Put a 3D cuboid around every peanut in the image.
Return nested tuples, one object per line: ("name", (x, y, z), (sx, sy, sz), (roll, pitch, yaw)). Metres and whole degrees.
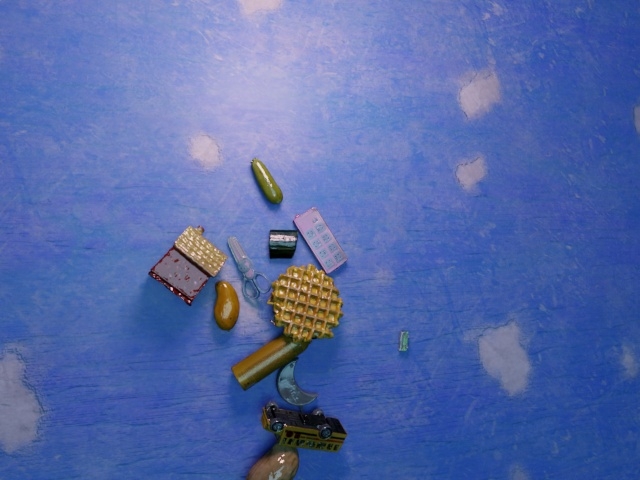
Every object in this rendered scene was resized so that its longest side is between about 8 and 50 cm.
("peanut", (-0.196, 0.941, 1.771), (0.192, 0.169, 0.388), (23, 83, -5))

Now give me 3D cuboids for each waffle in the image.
("waffle", (-0.057, 0.235, 1.826), (0.328, 0.062, 0.330), (5, 68, -13))

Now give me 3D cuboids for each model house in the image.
("model house", (-0.467, 0.082, 1.720), (0.196, 0.160, 0.254), (40, 79, -10))

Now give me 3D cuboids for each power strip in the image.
("power strip", (-0.097, 0.579, 1.869), (0.137, 0.044, 0.216), (-27, 96, -13))
("power strip", (0.000, 0.000, 1.906), (0.109, 0.037, 0.279), (-34, 98, -12))

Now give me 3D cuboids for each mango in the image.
("mango", (-0.354, 0.247, 1.792), (0.098, 0.075, 0.191), (-2, 83, -23))

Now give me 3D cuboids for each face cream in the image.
("face cream", (-0.167, 0.433, 1.822), (0.348, 0.105, 0.105), (-32, 97, -13))

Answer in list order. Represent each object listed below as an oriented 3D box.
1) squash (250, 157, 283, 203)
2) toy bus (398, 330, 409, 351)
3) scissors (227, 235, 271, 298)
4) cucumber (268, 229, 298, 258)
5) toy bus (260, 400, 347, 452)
("squash", (-0.210, -0.229, 1.839), (0.066, 0.066, 0.201), (-32, 97, -13))
("toy bus", (0.350, 0.422, 1.998), (0.037, 0.031, 0.084), (6, 88, -5))
("scissors", (-0.285, 0.098, 1.817), (0.125, 0.030, 0.256), (-30, 87, 25))
("cucumber", (-0.146, 0.014, 1.857), (0.115, 0.062, 0.117), (1, 87, -11))
("toy bus", (-0.070, 0.717, 1.811), (0.335, 0.121, 0.123), (18, 100, -23))
